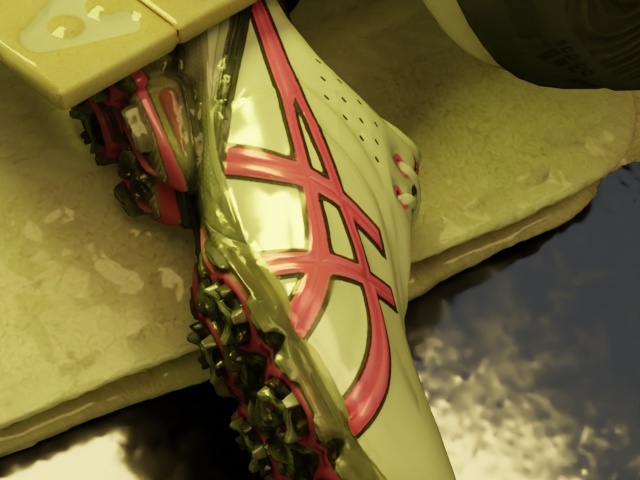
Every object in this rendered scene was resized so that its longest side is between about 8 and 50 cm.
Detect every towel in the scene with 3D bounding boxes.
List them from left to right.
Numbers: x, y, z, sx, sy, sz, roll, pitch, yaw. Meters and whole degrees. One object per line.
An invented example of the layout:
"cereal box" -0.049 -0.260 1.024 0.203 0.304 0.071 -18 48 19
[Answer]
"towel" -0.043 -0.055 0.546 0.282 0.049 0.187 -20 76 -18

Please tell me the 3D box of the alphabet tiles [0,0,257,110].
"alphabet tiles" -0.081 -0.146 0.530 0.237 0.009 0.198 38 53 24

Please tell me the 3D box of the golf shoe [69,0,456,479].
"golf shoe" 0.000 0.000 0.473 0.086 0.067 0.186 -22 77 -20

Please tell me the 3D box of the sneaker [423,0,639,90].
"sneaker" 0.021 -0.235 0.541 0.169 0.257 0.447 34 57 -48
